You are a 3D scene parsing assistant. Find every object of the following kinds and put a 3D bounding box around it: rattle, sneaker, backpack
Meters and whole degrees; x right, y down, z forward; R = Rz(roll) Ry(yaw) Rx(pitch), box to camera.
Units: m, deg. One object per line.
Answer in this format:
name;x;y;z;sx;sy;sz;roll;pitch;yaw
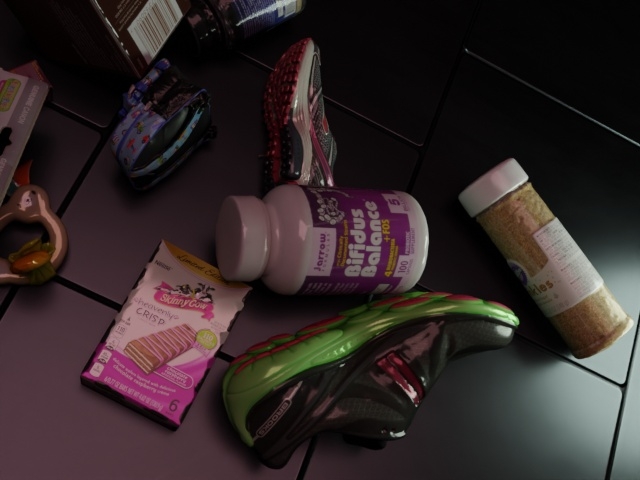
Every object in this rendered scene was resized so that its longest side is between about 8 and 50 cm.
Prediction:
rattle;-0.433;-0.041;1.098;0.130;0.143;0.200;-2;77;1
sneaker;0.088;0.204;1.177;0.482;0.185;0.202;-16;95;-19
sneaker;-0.029;-0.195;1.298;0.111;0.120;0.300;10;75;-31
backpack;-0.256;-0.170;1.193;0.117;0.158;0.173;39;76;8

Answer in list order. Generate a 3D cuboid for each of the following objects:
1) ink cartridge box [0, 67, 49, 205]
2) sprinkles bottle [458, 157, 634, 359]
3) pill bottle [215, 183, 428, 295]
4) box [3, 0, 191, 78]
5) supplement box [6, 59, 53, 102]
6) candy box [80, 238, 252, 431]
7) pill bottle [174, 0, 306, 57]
ink cartridge box;-0.537;-0.114;1.031;0.271;0.130;0.310;13;45;-12
sprinkles bottle;0.389;0.030;1.338;0.121;0.121;0.355;-33;83;-25
pill bottle;0.000;0.000;1.179;0.301;0.169;0.169;1;71;-26
box;-0.345;-0.377;1.179;0.203;0.167;0.169;16;65;24
supplement box;-0.469;-0.236;1.202;0.083;0.043;0.055;-30;82;-23
candy box;-0.224;0.138;1.134;0.159;0.071;0.234;28;65;-6
pill bottle;-0.141;-0.403;1.318;0.219;0.123;0.123;-33;84;-20
